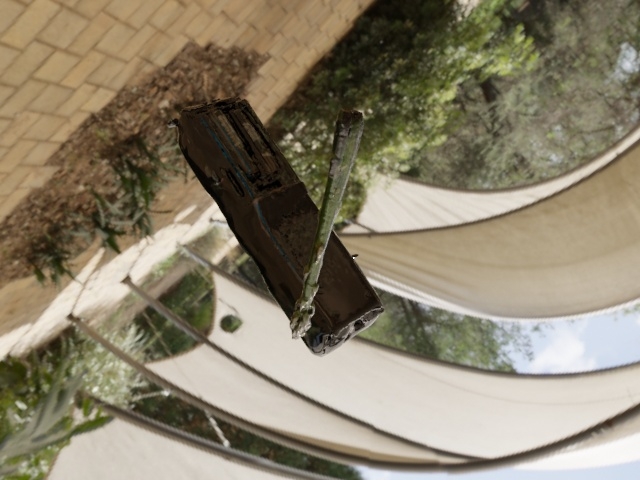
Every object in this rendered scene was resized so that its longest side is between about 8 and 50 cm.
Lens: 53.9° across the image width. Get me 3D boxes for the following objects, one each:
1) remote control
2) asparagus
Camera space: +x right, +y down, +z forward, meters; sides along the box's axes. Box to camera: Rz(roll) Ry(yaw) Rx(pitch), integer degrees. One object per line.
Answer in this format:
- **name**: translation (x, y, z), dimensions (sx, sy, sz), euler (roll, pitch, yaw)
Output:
- **remote control**: translation (-0.058, -0.037, 0.879), dimensions (0.145, 0.398, 0.062), euler (-29, 168, -32)
- **asparagus**: translation (0.000, 0.000, 0.528), dimensions (0.023, 0.022, 0.232), euler (-65, 171, -58)
